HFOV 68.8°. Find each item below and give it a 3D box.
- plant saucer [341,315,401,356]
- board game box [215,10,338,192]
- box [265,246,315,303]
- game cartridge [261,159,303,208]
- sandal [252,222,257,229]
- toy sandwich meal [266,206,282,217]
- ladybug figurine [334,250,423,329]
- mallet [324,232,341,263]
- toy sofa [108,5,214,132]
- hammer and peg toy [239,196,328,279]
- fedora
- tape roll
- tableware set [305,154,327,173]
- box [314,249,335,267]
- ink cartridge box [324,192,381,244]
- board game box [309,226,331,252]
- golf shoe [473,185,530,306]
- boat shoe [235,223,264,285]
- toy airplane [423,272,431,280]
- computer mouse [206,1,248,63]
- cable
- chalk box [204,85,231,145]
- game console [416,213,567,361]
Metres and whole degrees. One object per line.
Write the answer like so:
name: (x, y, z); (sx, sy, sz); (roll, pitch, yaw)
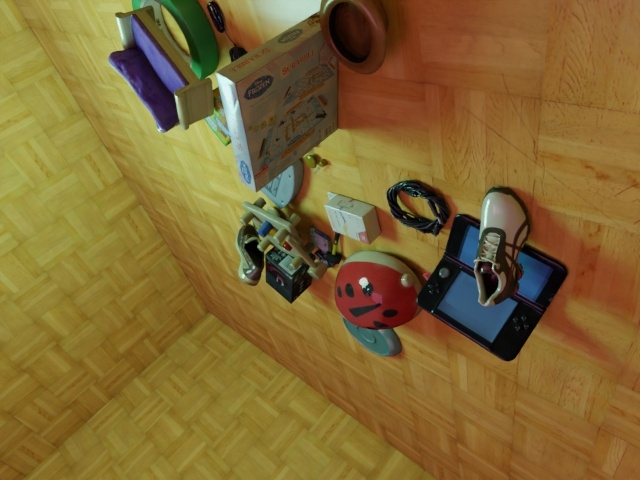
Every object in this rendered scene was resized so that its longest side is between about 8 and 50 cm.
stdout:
plant saucer: (0.203, 0.387, 1.992); (0.317, 0.043, 0.317); (36, 152, 23)
board game box: (-0.081, -0.323, 1.113); (0.066, 0.318, 0.318); (34, 150, 24)
box: (-0.135, 0.128, 2.018); (0.165, 0.143, 0.270); (39, 153, 17)
game cartridge: (-0.154, -0.236, 1.642); (0.198, 0.062, 0.297); (39, 153, 5)
sandal: (-0.268, -0.075, 2.034); (0.072, 0.049, 0.180); (38, 157, 19)
toy sandwich meal: (-0.184, -0.108, 1.894); (0.085, 0.029, 0.085); (32, 147, 24)
ladybug figurine: (0.180, 0.189, 1.614); (0.305, 0.162, 0.449); (47, 154, 1)
mallet: (0.045, 0.015, 1.704); (0.062, 0.039, 0.190); (13, 140, 13)
toy sofa: (-0.482, -0.503, 1.378); (0.362, 0.177, 0.150); (52, 156, 15)
hammer and peg toy: (-0.123, -0.011, 1.750); (0.361, 0.127, 0.266); (26, 157, 33)
fedora: (0.083, -0.444, 0.968); (0.194, 0.079, 0.194); (38, 159, 18)
tape roll: (-0.460, -0.659, 1.478); (0.321, 0.077, 0.321); (35, 152, 22)
tableware set: (-0.038, -0.285, 1.438); (0.154, 0.024, 0.104); (50, 150, -4)
box: (0.019, 0.071, 1.850); (0.083, 0.018, 0.067); (51, 153, -8)
ink cartridge box: (0.088, -0.073, 1.490); (0.198, 0.067, 0.115); (23, 146, 40)
board game box: (0.000, 0.000, 1.777); (0.090, 0.020, 0.090); (33, 151, 25)
golf shoe: (0.401, 0.019, 1.048); (0.105, 0.120, 0.273); (7, 112, 41)
boat shoe: (-0.284, 0.032, 1.976); (0.123, 0.342, 0.123); (20, 125, -23)
toy airplane: (0.378, 0.143, 1.405); (0.151, 0.028, 0.151); (34, 152, 21)
computer mouse: (-0.263, -0.567, 1.354); (0.071, 0.041, 0.242); (3, 130, 56)
cable: (0.252, -0.091, 1.246); (0.184, 0.047, 0.150); (36, 152, 21)
chalk box: (-0.289, -0.408, 1.511); (0.132, 0.132, 0.213); (50, 154, -5)
game console: (0.412, 0.120, 1.177); (0.293, 0.250, 0.173); (32, 177, 27)
